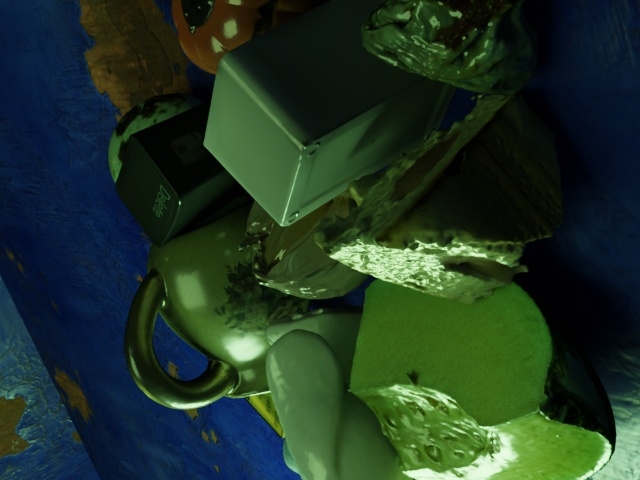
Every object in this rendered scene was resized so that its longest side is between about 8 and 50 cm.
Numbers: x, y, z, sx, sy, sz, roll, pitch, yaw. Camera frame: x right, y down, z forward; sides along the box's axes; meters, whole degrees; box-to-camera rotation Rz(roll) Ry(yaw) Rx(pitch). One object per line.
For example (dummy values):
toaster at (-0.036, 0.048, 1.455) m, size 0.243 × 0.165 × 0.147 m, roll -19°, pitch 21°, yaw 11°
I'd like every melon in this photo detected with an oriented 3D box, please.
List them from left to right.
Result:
melon at (0.197, 0.179, 1.300) m, size 0.343 × 0.226 × 0.331 m, roll -15°, pitch 94°, yaw 49°

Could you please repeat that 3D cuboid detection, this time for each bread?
bread at (0.124, -0.064, 1.153) m, size 0.183 × 0.224 × 0.211 m, roll -20°, pitch 63°, yaw 57°

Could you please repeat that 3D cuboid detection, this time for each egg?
egg at (-0.229, -0.138, 1.713) m, size 0.169 × 0.169 × 0.231 m, roll 58°, pitch 142°, yaw 2°

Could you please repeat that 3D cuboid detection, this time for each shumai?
shumai at (0.129, -0.233, 1.091) m, size 0.184 × 0.184 × 0.142 m, roll 40°, pitch 123°, yaw 31°

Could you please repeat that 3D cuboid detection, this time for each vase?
vase at (-0.140, 0.115, 1.640) m, size 0.241 × 0.329 × 0.302 m, roll -2°, pitch 115°, yaw 54°

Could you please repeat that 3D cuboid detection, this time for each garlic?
garlic at (0.000, 0.000, 1.495) m, size 0.143 × 0.178 × 0.229 m, roll 43°, pitch -170°, yaw -44°

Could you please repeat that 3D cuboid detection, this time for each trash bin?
trash bin at (-0.147, -0.112, 1.541) m, size 0.115 × 0.225 × 0.165 m, roll 53°, pitch 151°, yaw 11°

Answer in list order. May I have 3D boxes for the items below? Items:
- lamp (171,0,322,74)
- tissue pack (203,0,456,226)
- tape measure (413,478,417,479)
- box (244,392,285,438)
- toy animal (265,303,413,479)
lamp at (-0.081, -0.283, 1.346) m, size 0.187 × 0.164 × 0.188 m, roll 7°, pitch 99°, yaw 51°
tissue pack at (0.018, -0.151, 1.220) m, size 0.136 × 0.246 × 0.159 m, roll 47°, pitch 149°, yaw 18°
tape measure at (0.136, 0.361, 1.625) m, size 0.245 × 0.149 × 0.232 m, roll 16°, pitch 128°, yaw 52°
box at (-0.113, 0.211, 1.965) m, size 0.240 × 0.071 × 0.159 m, roll 43°, pitch 150°, yaw 26°
toy animal at (0.053, 0.214, 1.497) m, size 0.174 × 0.249 × 0.289 m, roll -41°, pitch 64°, yaw 53°
